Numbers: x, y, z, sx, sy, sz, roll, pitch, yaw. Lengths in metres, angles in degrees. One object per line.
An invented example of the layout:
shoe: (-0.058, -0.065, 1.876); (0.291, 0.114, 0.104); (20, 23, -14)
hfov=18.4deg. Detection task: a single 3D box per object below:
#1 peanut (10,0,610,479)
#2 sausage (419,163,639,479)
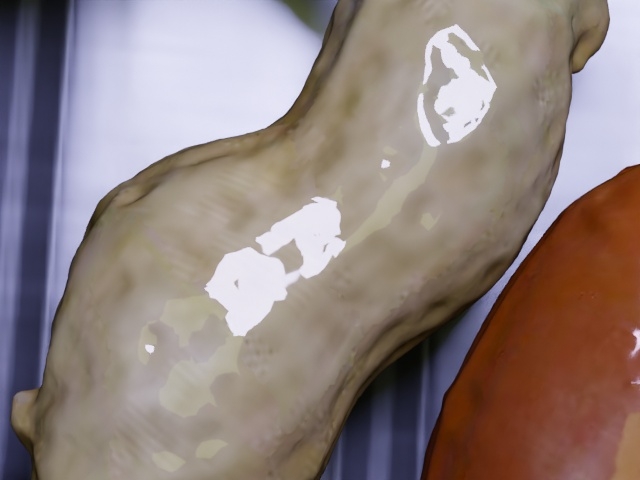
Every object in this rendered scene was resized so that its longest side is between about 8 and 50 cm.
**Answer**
peanut: (0.000, 0.000, 0.645); (0.263, 0.101, 0.117); (-46, 107, -7)
sausage: (0.089, 0.095, 0.627); (0.133, 0.133, 0.258); (22, 87, 0)
